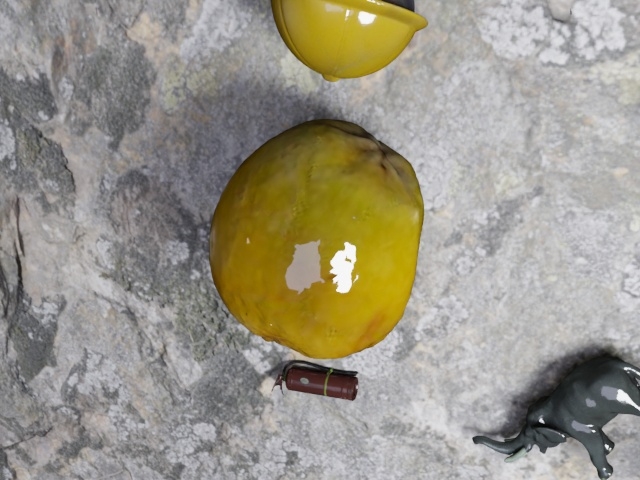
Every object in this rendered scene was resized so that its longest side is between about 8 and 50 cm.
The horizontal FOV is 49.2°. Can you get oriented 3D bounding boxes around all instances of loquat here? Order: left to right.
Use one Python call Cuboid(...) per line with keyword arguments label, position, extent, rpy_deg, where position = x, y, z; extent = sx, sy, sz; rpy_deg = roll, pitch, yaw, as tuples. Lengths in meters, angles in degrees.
Cuboid(label="loquat", position=(0.000, 0.000, 0.873), extent=(0.276, 0.276, 0.284), rpy_deg=(31, 113, 4))

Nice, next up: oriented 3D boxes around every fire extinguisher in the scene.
Cuboid(label="fire extinguisher", position=(-0.010, 0.217, 1.076), extent=(0.132, 0.039, 0.056), rpy_deg=(6, 80, 16))

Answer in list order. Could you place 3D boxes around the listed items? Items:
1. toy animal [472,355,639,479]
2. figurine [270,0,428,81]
Cuboid(label="toy animal", position=(0.351, 0.256, 0.959), extent=(0.137, 0.082, 0.269), rpy_deg=(45, 120, 0))
Cuboid(label="figurine", position=(0.019, -0.312, 0.795), extent=(0.167, 0.192, 0.257), rpy_deg=(-18, 80, 49))
